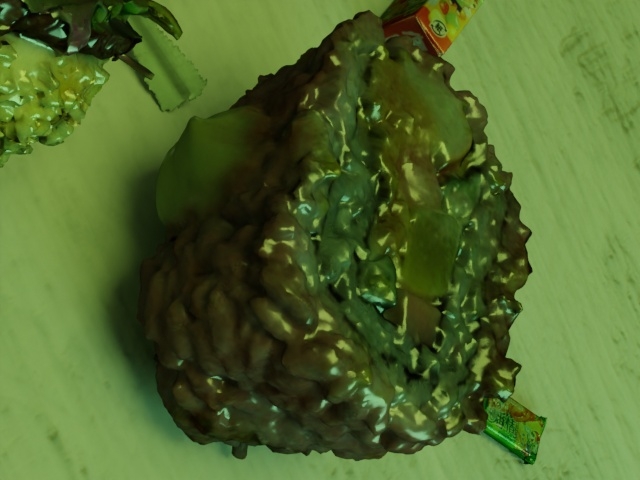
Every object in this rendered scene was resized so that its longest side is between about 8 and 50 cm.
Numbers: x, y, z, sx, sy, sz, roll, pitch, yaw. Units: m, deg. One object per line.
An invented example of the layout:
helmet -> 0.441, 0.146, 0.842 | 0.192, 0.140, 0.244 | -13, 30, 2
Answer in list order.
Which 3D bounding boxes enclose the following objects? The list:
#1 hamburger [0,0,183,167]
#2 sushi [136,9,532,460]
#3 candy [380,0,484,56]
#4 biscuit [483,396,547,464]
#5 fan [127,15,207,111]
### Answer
hamburger -> -0.201, -0.126, 0.690 | 0.262, 0.243, 0.138 | -3, 120, -65
sushi -> 0.000, 0.000, 0.879 | 0.236, 0.171, 0.270 | 35, 54, -32
candy -> 0.087, -0.180, 1.086 | 0.038, 0.062, 0.122 | 53, 49, -20
biscuit -> 0.143, 0.139, 1.086 | 0.089, 0.016, 0.046 | 36, 56, -32
fan -> -0.176, -0.242, 0.814 | 0.233, 0.012, 0.414 | -29, 122, -5
